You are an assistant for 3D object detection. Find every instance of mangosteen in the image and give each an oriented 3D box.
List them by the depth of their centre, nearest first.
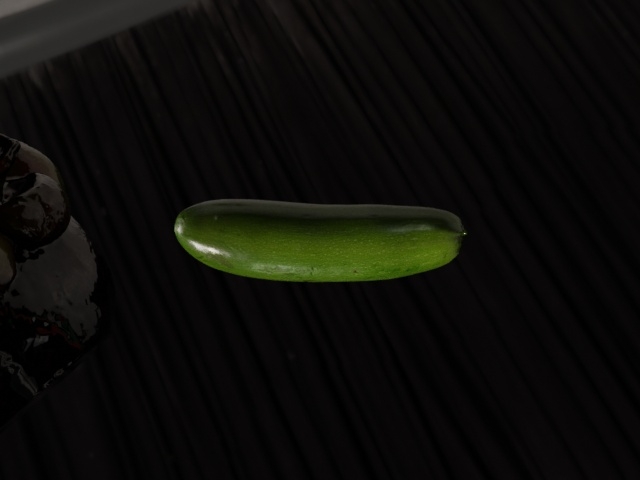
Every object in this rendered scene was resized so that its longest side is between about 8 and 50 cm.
[{"bbox_3d":[-0.298,0.042,1.002,0.287,0.233,0.287,-38,175,-4],"label":"mangosteen"}]

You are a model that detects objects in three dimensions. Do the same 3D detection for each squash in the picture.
[{"bbox_3d":[-0.001,0.002,1.194,0.292,0.082,0.082,2,146,0],"label":"squash"}]
